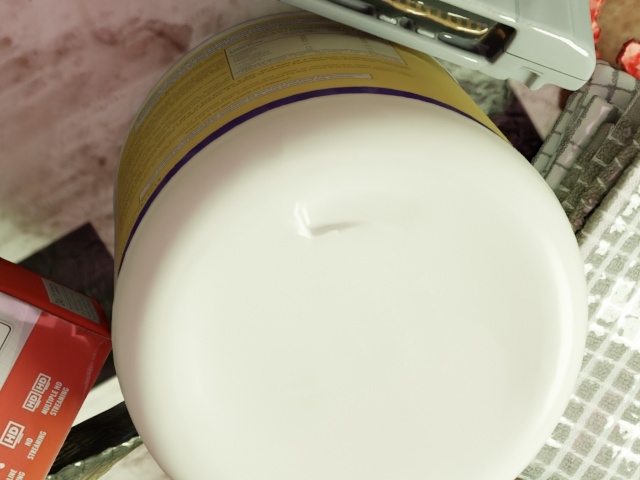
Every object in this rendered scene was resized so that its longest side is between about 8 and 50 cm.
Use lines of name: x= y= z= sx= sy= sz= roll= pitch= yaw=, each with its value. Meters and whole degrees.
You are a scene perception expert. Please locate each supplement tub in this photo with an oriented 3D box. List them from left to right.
supplement tub: x=0.000 y=0.000 z=0.910 sx=0.241 sy=0.331 sz=0.241 roll=-2 pitch=109 yaw=-6

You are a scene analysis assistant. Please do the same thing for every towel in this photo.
towel: x=0.229 y=0.052 z=1.070 sx=0.235 sy=0.121 sz=0.284 roll=26 pitch=103 yaw=-16

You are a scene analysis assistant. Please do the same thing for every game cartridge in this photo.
game cartridge: x=0.023 y=-0.208 z=0.916 sx=0.297 sy=0.198 sz=0.062 roll=17 pitch=144 yaw=-19

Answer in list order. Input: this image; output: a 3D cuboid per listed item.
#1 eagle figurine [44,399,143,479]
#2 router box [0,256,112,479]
eagle figurine: x=-0.243 y=0.170 z=1.017 sx=0.298 sy=0.226 sz=0.225 roll=17 pitch=86 yaw=-7
router box: x=-0.320 y=0.128 z=0.830 sx=0.301 sy=0.082 sz=0.335 roll=25 pitch=97 yaw=-19
